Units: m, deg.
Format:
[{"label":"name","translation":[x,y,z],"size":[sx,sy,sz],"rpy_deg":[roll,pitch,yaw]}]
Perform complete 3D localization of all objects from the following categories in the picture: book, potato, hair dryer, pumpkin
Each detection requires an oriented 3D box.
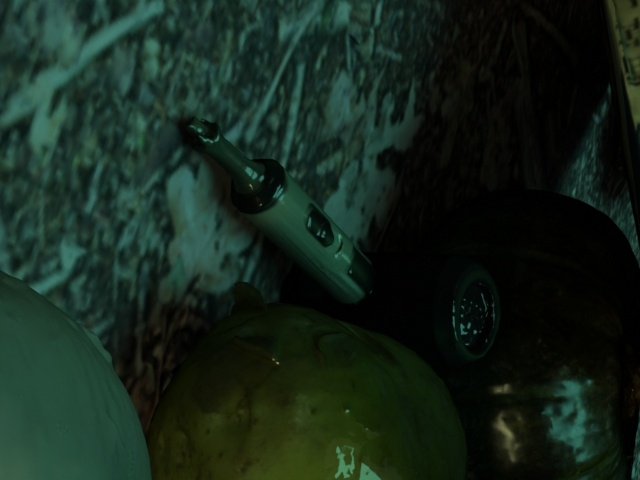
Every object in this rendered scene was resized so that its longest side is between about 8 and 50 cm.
[{"label":"book","translation":[0.212,-0.042,0.906],"size":[0.300,0.039,0.428],"rpy_deg":[66,18,-51]},{"label":"potato","translation":[-0.001,0.127,0.672],"size":[0.248,0.143,0.169],"rpy_deg":[65,41,-64]},{"label":"hair dryer","translation":[0.000,0.000,0.679],"size":[0.197,0.100,0.057],"rpy_deg":[42,56,-44]},{"label":"pumpkin","translation":[0.115,0.080,0.854],"size":[0.223,0.157,0.224],"rpy_deg":[-2,90,-72]}]

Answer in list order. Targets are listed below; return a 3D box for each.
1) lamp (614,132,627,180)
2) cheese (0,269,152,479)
[{"label":"lamp","translation":[0.341,-0.139,1.183],"size":[0.177,0.177,0.274],"rpy_deg":[10,91,-63]},{"label":"cheese","translation":[-0.129,0.090,0.385],"size":[0.189,0.154,0.198],"rpy_deg":[-56,147,-45]}]
